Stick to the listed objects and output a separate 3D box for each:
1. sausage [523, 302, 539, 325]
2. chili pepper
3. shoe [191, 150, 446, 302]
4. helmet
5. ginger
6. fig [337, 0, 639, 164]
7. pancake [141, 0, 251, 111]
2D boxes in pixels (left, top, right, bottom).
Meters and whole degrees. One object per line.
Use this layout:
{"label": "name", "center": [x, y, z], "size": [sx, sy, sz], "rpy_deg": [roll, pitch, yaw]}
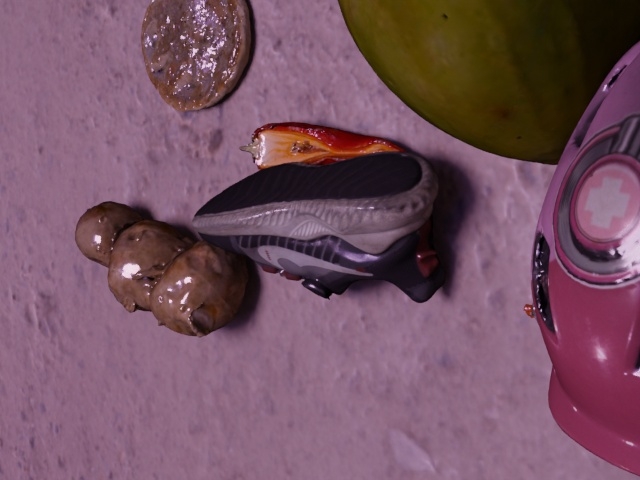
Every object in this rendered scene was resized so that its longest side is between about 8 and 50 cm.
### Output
{"label": "sausage", "center": [0.272, 0.028, 0.587], "size": [0.347, 0.053, 0.053], "rpy_deg": [-10, 87, 40]}
{"label": "chili pepper", "center": [0.004, -0.076, 0.826], "size": [0.178, 0.027, 0.045], "rpy_deg": [3, 99, 41]}
{"label": "shoe", "center": [0.000, 0.000, 0.790], "size": [0.227, 0.099, 0.112], "rpy_deg": [-6, 119, 39]}
{"label": "helmet", "center": [0.199, -0.016, 0.535], "size": [0.253, 0.154, 0.198], "rpy_deg": [-51, 36, -15]}
{"label": "ginger", "center": [-0.151, 0.021, 0.933], "size": [0.204, 0.080, 0.104], "rpy_deg": [20, 73, 37]}
{"label": "fig", "center": [0.119, -0.155, 0.640], "size": [0.203, 0.203, 0.225], "rpy_deg": [-6, 129, 41]}
{"label": "pancake", "center": [-0.116, -0.185, 0.923], "size": [0.139, 0.022, 0.140], "rpy_deg": [4, 96, 39]}
